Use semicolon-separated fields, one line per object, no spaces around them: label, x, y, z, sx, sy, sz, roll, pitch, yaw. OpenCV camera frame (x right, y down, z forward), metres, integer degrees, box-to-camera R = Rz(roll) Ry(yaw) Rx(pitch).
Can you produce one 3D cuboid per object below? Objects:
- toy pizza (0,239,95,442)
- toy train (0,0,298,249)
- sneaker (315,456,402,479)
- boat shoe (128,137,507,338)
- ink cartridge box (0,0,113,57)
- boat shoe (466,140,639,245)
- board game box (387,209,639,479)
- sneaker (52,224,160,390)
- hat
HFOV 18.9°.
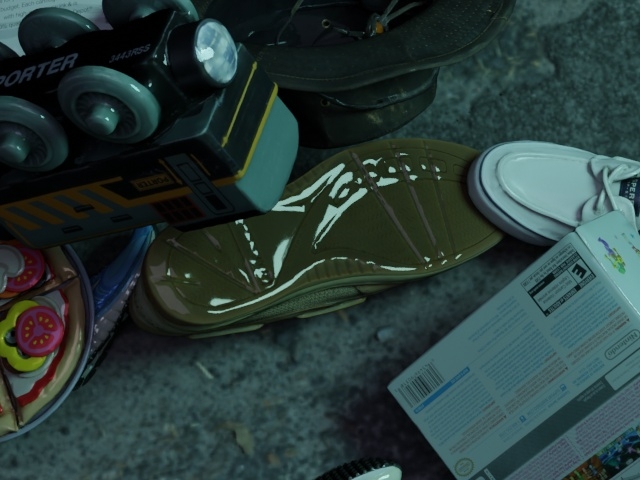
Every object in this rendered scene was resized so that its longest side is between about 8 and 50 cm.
toy pizza;-0.285;0.071;1.609;0.201;0.032;0.201;-4;74;16
toy train;-0.178;-0.080;1.486;0.334;0.190;0.142;-13;43;35
sneaker;0.004;0.243;1.604;0.161;0.057;0.075;-28;98;-7
boat shoe;0.000;0.000;1.616;0.341;0.110;0.121;-13;77;-22
ink cartridge box;-0.232;-0.176;1.659;0.139;0.082;0.190;-12;79;-2
boat shoe;0.254;-0.034;1.614;0.258;0.084;0.095;13;71;-10
board game box;0.235;0.164;1.541;0.224;0.097;0.303;-42;79;30
sneaker;-0.194;0.045;1.629;0.073;0.063;0.162;34;81;9
hat;0.001;-0.159;1.623;0.331;0.331;0.134;-3;124;2
